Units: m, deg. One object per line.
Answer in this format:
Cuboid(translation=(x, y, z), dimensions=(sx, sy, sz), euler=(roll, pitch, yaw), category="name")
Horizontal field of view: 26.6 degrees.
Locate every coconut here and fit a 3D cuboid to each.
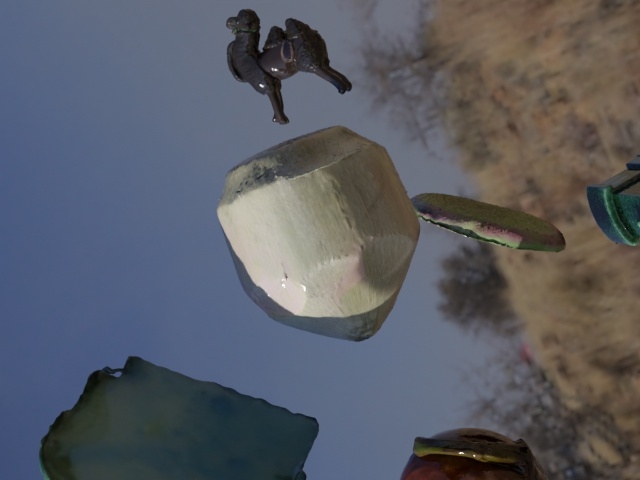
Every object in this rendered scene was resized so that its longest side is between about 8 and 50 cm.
Cuboid(translation=(0.000, 0.000, 1.487), dimensions=(0.224, 0.224, 0.234), euler=(-52, -55, -79), category="coconut")

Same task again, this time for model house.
Cuboid(translation=(-0.169, 0.299, 1.481), dimensions=(0.226, 0.261, 0.241), euler=(-64, -9, -50), category="model house")

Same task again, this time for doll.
Cuboid(translation=(-0.054, -0.240, 1.802), dimensions=(0.165, 0.139, 0.057), euler=(60, -158, -6), category="doll")

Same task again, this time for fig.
Cuboid(translation=(0.187, 0.306, 1.613), dimensions=(0.205, 0.205, 0.205), euler=(-23, -90, -81), category="fig")

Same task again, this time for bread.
Cuboid(translation=(0.230, -0.029, 1.857), dimensions=(0.228, 0.229, 0.033), euler=(-52, -22, -79), category="bread")

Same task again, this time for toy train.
Cuboid(translation=(0.558, -0.065, 2.157), dimensions=(0.138, 0.178, 0.330), euler=(62, 173, -9), category="toy train")
